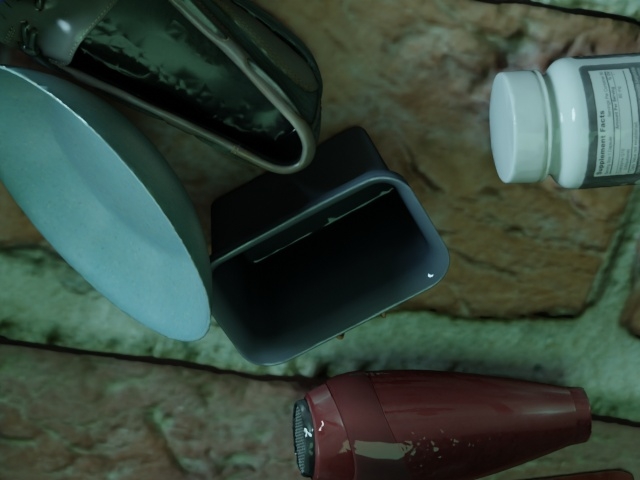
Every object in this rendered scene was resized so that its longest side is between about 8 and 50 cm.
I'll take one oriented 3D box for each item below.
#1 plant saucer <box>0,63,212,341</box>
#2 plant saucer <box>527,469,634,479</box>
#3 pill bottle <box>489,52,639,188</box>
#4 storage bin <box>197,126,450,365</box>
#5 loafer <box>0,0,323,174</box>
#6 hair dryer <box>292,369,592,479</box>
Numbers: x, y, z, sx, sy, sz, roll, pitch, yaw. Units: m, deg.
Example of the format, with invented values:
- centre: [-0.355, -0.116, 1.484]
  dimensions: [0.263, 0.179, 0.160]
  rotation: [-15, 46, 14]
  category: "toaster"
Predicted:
- centre: [-0.118, -0.029, 1.039]
  dimensions: [0.037, 0.195, 0.195]
  rotation: [-43, 125, -22]
  category: "plant saucer"
- centre: [0.095, 0.288, 1.334]
  dimensions: [0.259, 0.048, 0.258]
  rotation: [-6, 123, -6]
  category: "plant saucer"
- centre: [0.172, -0.070, 1.100]
  dimensions: [0.137, 0.078, 0.078]
  rotation: [-4, 123, -6]
  category: "pill bottle"
- centre: [0.000, 0.000, 1.109]
  dimensions: [0.135, 0.091, 0.098]
  rotation: [-27, 122, 9]
  category: "storage bin"
- centre: [-0.107, -0.121, 1.018]
  dimensions: [0.267, 0.084, 0.096]
  rotation: [27, 114, -24]
  category: "loafer"
- centre: [0.051, 0.182, 1.228]
  dimensions: [0.293, 0.080, 0.223]
  rotation: [-40, 116, 6]
  category: "hair dryer"
